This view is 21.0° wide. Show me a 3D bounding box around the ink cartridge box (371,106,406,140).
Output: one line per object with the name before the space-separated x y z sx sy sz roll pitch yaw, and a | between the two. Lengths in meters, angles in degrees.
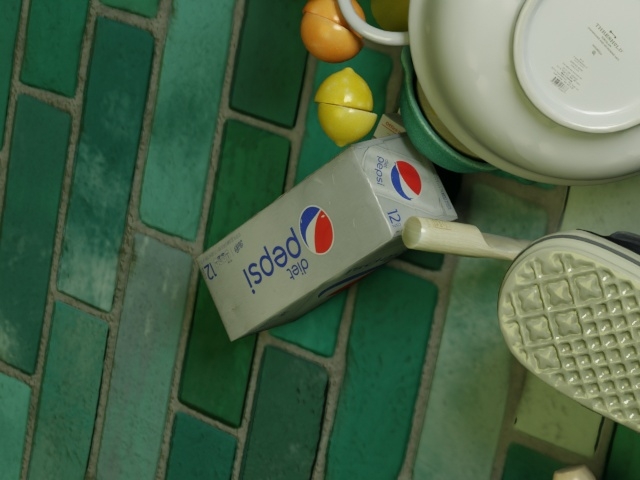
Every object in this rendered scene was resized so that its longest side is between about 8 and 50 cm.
ink cartridge box | 0.075 -0.091 1.682 0.048 0.028 0.083 35 115 26

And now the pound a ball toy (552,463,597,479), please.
pound a ball toy | 0.118 0.324 1.619 0.319 0.208 0.135 -33 77 60

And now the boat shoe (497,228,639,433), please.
boat shoe | 0.379 0.146 1.432 0.500 0.156 0.187 33 112 15

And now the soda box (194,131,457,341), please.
soda box | 0.000 0.000 1.672 0.286 0.091 0.098 -35 76 48

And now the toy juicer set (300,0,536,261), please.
toy juicer set | 0.103 -0.109 1.550 0.089 0.209 0.329 -40 73 44

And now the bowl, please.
bowl | 0.222 -0.172 1.417 0.298 0.134 0.298 0 106 1

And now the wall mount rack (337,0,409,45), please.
wall mount rack | -0.008 -0.334 1.534 0.304 0.130 0.350 -13 62 -5
